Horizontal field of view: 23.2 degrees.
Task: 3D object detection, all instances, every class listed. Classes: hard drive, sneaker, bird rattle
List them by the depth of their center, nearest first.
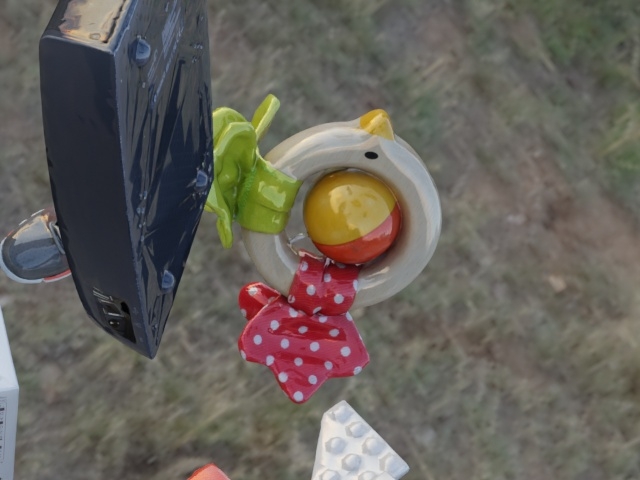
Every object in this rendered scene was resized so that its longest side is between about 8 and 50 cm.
[{"bbox_3d":[-0.104,-0.069,0.884,0.054,0.255,0.172,9,51,7],"label":"hard drive"},{"bbox_3d":[0.000,0.000,1.273,0.143,0.206,0.254,-80,146,-69],"label":"bird rattle"},{"bbox_3d":[-0.190,-0.016,1.281,0.157,0.065,0.061,-24,83,-16],"label":"sneaker"}]

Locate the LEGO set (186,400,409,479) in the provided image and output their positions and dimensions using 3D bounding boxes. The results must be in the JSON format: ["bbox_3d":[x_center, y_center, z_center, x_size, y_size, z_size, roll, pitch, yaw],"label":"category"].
[{"bbox_3d":[-0.068,0.127,0.352,0.060,0.182,0.244,39,19,35],"label":"LEGO set"}]

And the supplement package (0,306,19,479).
[{"bbox_3d":[-0.356,0.065,1.195,0.204,0.145,0.262,-7,50,-19],"label":"supplement package"}]
